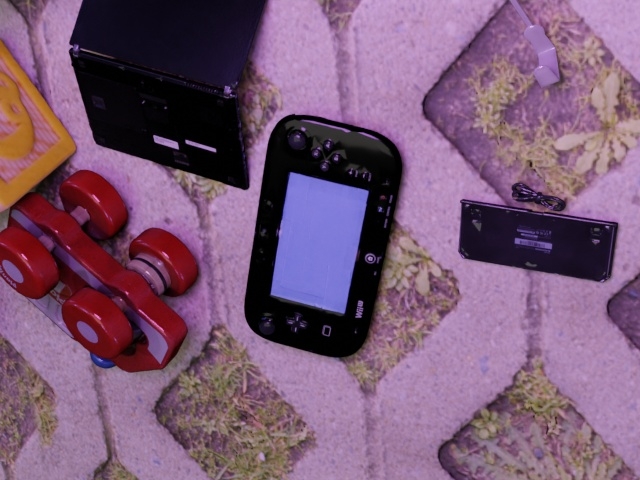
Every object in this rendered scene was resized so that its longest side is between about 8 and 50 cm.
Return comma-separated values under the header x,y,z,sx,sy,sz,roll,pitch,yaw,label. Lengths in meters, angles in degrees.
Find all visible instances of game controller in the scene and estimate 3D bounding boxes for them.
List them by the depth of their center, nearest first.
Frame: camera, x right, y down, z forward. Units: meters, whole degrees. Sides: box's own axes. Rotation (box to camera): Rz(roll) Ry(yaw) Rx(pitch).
x,y,z,sx,sy,sz,roll,pitch,yaw,label
0.000,0.000,1.261,0.167,0.067,0.319,18,119,16,game controller

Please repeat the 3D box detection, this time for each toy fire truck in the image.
x,y,z,sx,sy,sz,roll,pitch,yaw,label
-0.319,0.069,1.395,0.302,0.169,0.254,40,145,4,toy fire truck

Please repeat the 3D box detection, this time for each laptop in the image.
x,y,z,sx,sy,sz,roll,pitch,yaw,label
-0.179,-0.224,1.274,0.234,0.136,0.264,18,143,17,laptop

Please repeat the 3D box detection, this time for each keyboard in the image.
x,y,z,sx,sy,sz,roll,pitch,yaw,label
0.250,-0.015,1.172,0.180,0.023,0.108,10,122,19,keyboard

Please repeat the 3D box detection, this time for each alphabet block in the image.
x,y,z,sx,sy,sz,roll,pitch,yaw,label
-0.485,-0.124,1.337,0.197,0.192,0.193,-23,111,31,alphabet block

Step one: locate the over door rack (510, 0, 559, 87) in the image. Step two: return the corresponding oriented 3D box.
x,y,z,sx,sy,sz,roll,pitch,yaw,label
0.251,-0.334,0.977,0.240,0.108,0.324,-20,124,30,over door rack
